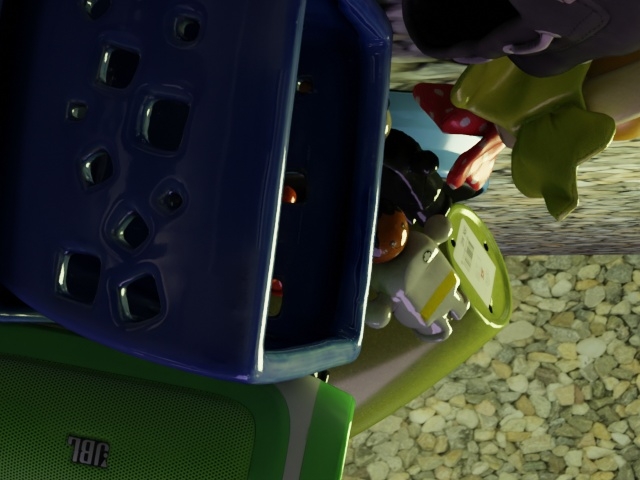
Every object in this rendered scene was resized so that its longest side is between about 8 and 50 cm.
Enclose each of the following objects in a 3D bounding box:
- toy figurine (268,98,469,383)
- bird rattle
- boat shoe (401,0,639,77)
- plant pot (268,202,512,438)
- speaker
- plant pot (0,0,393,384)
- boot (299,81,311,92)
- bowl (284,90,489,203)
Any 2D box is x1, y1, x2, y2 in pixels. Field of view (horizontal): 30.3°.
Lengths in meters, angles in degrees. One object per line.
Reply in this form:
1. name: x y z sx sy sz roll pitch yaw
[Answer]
1. toy figurine: 0.000 0.000 0.941 0.213 0.209 0.148 -25 128 18
2. bird rattle: 0.187 -0.093 0.862 0.207 0.143 0.253 -18 178 2
3. boat shoe: 0.086 -0.124 0.498 0.096 0.112 0.335 -6 178 3
4. plant pot: 0.043 0.075 1.264 0.294 0.274 0.275 -23 165 29
5. speaker: -0.132 0.123 0.746 0.297 0.131 0.131 10 176 3
6. plant pot: -0.089 -0.047 0.700 0.212 0.235 0.236 5 178 15
7. boot: -0.123 0.000 0.872 0.264 0.280 0.096 1 153 22
8. bowl: -0.013 -0.077 1.211 0.391 0.077 0.391 -2 175 0
